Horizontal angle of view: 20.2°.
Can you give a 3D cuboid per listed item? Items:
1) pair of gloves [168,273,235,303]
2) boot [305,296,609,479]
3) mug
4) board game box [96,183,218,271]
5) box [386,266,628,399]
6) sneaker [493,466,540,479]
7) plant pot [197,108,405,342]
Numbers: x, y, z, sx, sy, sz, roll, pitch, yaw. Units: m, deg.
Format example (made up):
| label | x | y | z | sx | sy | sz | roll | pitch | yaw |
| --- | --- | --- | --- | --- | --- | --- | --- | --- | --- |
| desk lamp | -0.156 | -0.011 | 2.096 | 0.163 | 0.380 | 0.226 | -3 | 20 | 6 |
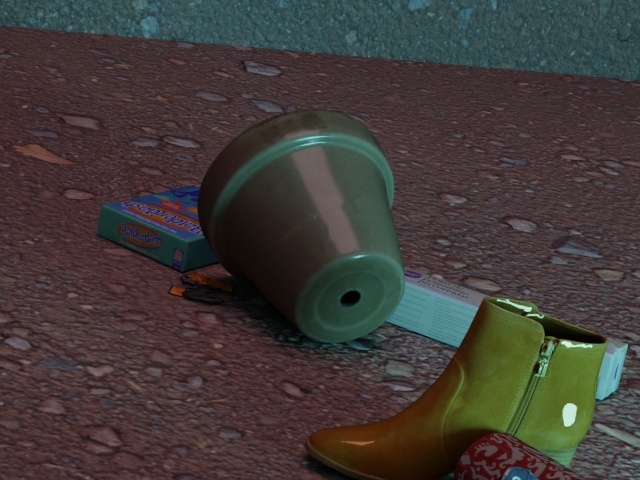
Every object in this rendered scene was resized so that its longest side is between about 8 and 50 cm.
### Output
| label | x | y | z | sx | sy | sz | roll | pitch | yaw |
| --- | --- | --- | --- | --- | --- | --- | --- | --- | --- |
| pair of gloves | -0.152 | 0.062 | 2.329 | 0.074 | 0.010 | 0.083 | 14 | 19 | 8 |
| boot | 0.144 | 0.157 | 1.897 | 0.295 | 0.211 | 0.104 | 9 | 18 | -6 |
| mug | 0.219 | 0.279 | 1.797 | 0.113 | 0.150 | 0.169 | -35 | 30 | -14 |
| board game box | -0.181 | -0.020 | 2.497 | 0.160 | 0.047 | 0.210 | 22 | 22 | 30 |
| box | 0.231 | 0.116 | 2.301 | 0.324 | 0.067 | 0.063 | 18 | 19 | 24 |
| sneaker | 0.125 | 0.279 | 1.563 | 0.282 | 0.099 | 0.153 | 10 | 57 | -43 |
| plant pot | 0.000 | 0.000 | 2.276 | 0.263 | 0.263 | 0.229 | 1 | 37 | -27 |
